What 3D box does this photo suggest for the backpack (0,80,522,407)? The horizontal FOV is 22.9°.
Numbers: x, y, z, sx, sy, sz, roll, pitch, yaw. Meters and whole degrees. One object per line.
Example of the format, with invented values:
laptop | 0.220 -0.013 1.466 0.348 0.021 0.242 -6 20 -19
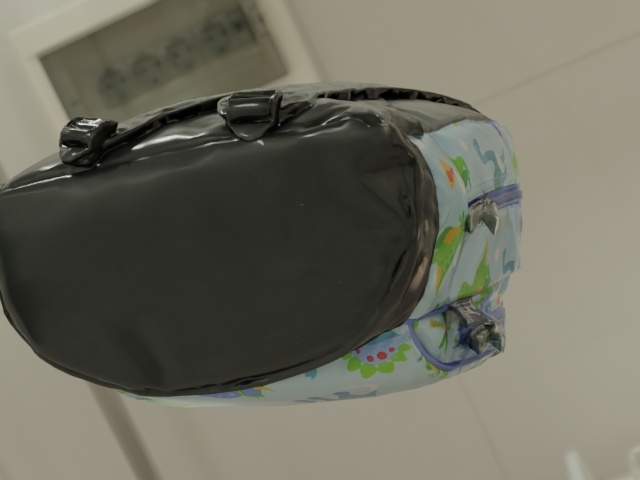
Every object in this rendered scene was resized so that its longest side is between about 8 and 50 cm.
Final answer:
backpack | 0.000 0.000 1.051 0.290 0.273 0.355 -10 15 23
